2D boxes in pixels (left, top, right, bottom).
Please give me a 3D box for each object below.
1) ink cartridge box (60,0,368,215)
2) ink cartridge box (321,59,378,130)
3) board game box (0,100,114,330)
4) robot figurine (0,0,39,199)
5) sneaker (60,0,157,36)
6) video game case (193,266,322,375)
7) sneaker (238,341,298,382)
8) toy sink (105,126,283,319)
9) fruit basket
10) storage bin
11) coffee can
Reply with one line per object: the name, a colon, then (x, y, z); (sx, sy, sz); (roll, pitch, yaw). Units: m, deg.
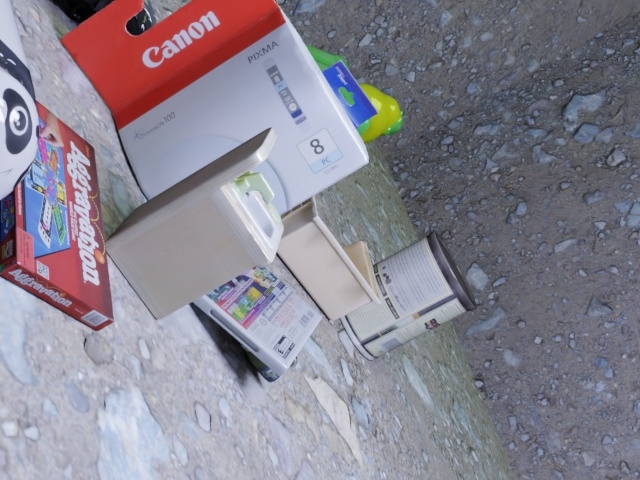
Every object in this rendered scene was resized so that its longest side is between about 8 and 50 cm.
ink cartridge box: (-0.156, -0.202, 1.150); (0.385, 0.308, 0.091); (57, 12, -15)
ink cartridge box: (-0.065, -0.156, 1.345); (0.165, 0.332, 0.065); (41, 23, -52)
board game box: (-0.300, -0.044, 0.896); (0.145, 0.027, 0.281); (47, 18, -50)
robot figurine: (-0.333, -0.150, 0.663); (0.209, 0.173, 0.278); (25, 36, -57)
sneaker: (-0.382, -0.398, 1.217); (0.341, 0.125, 0.140); (56, 41, -32)
video game case: (-0.095, 0.099, 1.198); (0.183, 0.023, 0.201); (41, 22, 1)
sneaker: (-0.067, 0.164, 1.264); (0.086, 0.064, 0.192); (61, 18, -3)
toy sink: (-0.131, -0.022, 1.030); (0.131, 0.234, 0.153); (57, 13, -15)
fruit basket: (0.046, -0.368, 2.322); (0.392, 0.283, 0.392); (39, 25, -23)
storage bin: (0.000, 0.000, 1.732); (0.262, 0.123, 0.260); (53, 16, -30)
coffee can: (0.193, 0.129, 1.849); (0.201, 0.275, 0.201); (56, 14, -21)
